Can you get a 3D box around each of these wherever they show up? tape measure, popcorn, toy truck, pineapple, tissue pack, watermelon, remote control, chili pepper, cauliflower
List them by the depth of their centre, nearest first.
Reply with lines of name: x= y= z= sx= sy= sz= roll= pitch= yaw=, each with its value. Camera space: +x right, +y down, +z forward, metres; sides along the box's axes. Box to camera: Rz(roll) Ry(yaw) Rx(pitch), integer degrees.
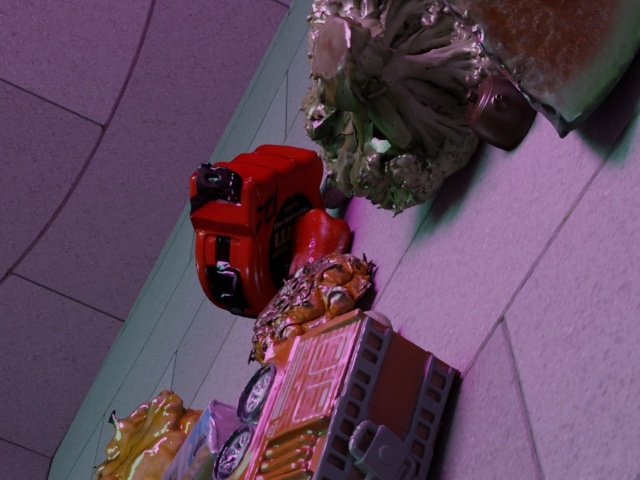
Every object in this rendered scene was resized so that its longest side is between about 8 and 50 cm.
toy truck: x=-0.004 y=0.265 z=1.468 sx=0.207 sy=0.173 sz=0.387 roll=-34 pitch=29 yaw=51
watermelon: x=0.212 y=-0.243 z=1.469 sx=0.193 sy=0.232 sz=0.310 roll=24 pitch=-109 yaw=-69
cauliflower: x=0.065 y=-0.183 z=1.804 sx=0.250 sy=0.275 sz=0.272 roll=14 pitch=-74 yaw=-61
tissue pack: x=-0.105 y=0.295 z=1.832 sx=0.229 sy=0.159 sz=0.145 roll=-58 pitch=21 yaw=35
pineapple: x=-0.020 y=0.089 z=1.992 sx=0.225 sy=0.076 sz=0.225 roll=-47 pitch=12 yaw=13
popcorn: x=-0.203 y=0.319 z=2.058 sx=0.249 sy=0.225 sz=0.249 roll=-41 pitch=7 yaw=6
chili pepper: x=0.000 y=0.000 z=2.181 sx=0.086 sy=0.084 sz=0.192 roll=-13 pitch=48 yaw=32
tape measure: x=-0.091 y=-0.012 z=2.227 sx=0.253 sy=0.114 sz=0.260 roll=-30 pitch=-54 yaw=-57
remote control: x=0.057 y=-0.128 z=2.280 sx=0.221 sy=0.042 sz=0.078 roll=-54 pitch=16 yaw=40

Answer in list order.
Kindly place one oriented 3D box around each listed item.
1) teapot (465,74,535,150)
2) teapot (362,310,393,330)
teapot: x=0.188 y=-0.144 z=1.684 sx=0.076 sy=0.068 sz=0.121 roll=-67 pitch=12 yaw=-5
teapot: x=0.065 y=0.121 z=1.745 sx=0.083 sy=0.057 sz=0.067 roll=-134 pitch=31 yaw=-74
